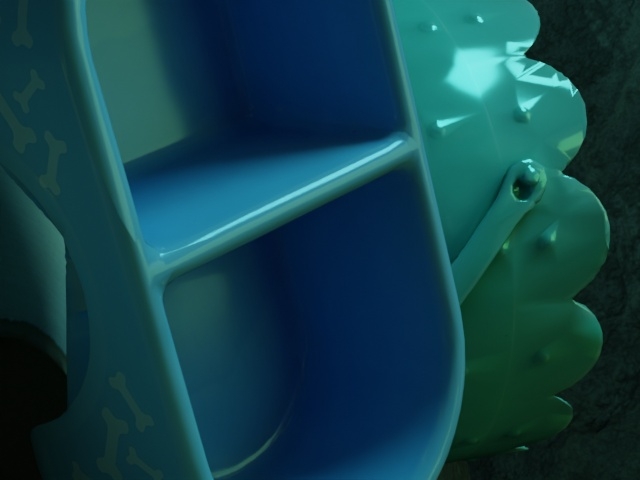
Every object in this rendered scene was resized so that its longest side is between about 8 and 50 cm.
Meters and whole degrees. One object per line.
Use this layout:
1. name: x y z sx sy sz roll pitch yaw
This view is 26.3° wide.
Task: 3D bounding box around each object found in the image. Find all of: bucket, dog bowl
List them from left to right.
1. dog bowl: -0.032 -0.013 0.479 0.166 0.074 0.297 -27 112 -39
2. bucket: 0.000 0.000 0.707 0.281 0.183 0.281 170 -90 -71

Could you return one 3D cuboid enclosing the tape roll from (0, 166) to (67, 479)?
1. tape roll: -0.127 0.132 0.479 0.392 0.072 0.392 -10 90 -79
